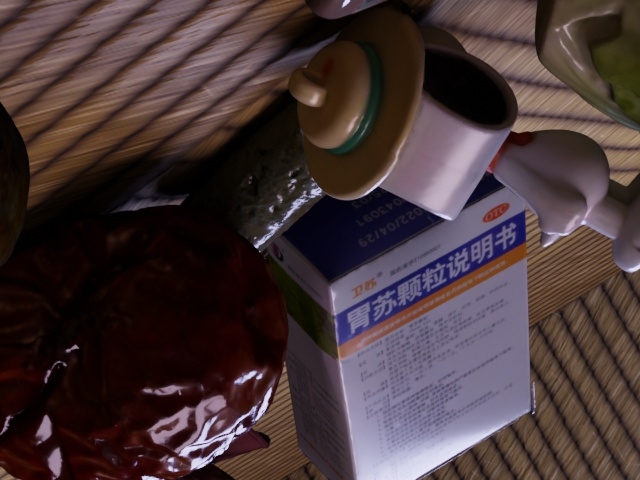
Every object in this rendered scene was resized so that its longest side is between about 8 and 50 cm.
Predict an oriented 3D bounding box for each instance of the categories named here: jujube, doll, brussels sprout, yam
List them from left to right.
[{"bbox_3d":[-0.144,0.085,1.282,0.232,0.213,0.213,-14,173,21],"label":"jujube"},{"bbox_3d":[-0.041,-0.044,1.332,0.078,0.078,0.179,-14,160,-49],"label":"yam"},{"bbox_3d":[0.123,-0.067,1.202,0.144,0.271,0.208,-61,170,27],"label":"doll"},{"bbox_3d":[0.278,-0.167,1.230,0.271,0.219,0.210,2,172,-15],"label":"brussels sprout"}]

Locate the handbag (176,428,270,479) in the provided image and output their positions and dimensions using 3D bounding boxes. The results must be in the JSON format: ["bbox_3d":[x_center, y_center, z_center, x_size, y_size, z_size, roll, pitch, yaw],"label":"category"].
[{"bbox_3d":[-0.194,0.186,1.592,0.275,0.084,0.260,8,169,9],"label":"handbag"}]

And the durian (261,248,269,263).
[{"bbox_3d":[0.002,0.003,1.529,0.187,0.108,0.119,-33,167,19],"label":"durian"}]

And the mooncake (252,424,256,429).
[{"bbox_3d":[-0.171,0.201,1.942,0.235,0.117,0.235,-30,169,-6],"label":"mooncake"}]

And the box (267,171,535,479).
[{"bbox_3d":[0.074,0.072,1.497,0.200,0.106,0.299,-28,135,-21],"label":"box"}]

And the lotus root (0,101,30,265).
[{"bbox_3d":[-0.212,-0.039,0.863,0.123,0.124,0.241,-17,168,-6],"label":"lotus root"}]

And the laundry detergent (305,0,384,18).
[{"bbox_3d":[0.099,-0.216,0.943,0.237,0.076,0.171,-24,167,-20],"label":"laundry detergent"}]
